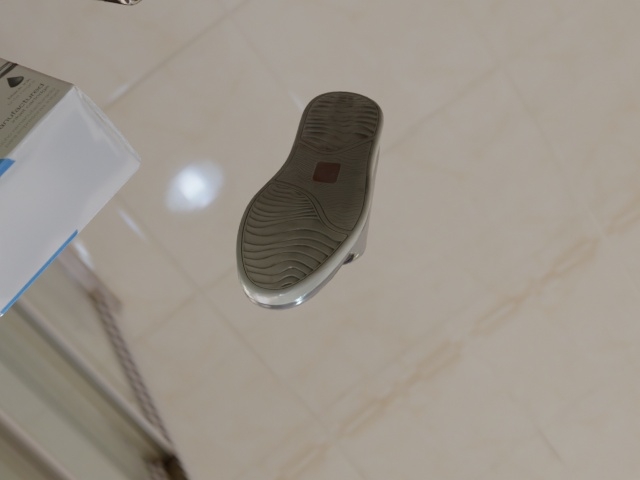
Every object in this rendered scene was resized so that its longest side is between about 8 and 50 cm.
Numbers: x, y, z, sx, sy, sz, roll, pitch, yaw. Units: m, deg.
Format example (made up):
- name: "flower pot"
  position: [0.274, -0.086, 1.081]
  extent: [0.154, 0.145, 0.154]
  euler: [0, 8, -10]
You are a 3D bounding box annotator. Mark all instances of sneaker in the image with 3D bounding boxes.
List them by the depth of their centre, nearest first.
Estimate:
- name: "sneaker"
  position: [0.000, 0.000, 1.169]
  extent: [0.083, 0.118, 0.222]
  euler: [12, -138, 13]

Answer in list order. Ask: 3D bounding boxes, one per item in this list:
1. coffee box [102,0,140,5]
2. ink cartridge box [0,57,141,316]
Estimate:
- name: "coffee box"
  position: [-0.159, -0.257, 0.706]
  extent: [0.119, 0.297, 0.168]
  euler: [-45, -153, -15]
- name: "ink cartridge box"
  position: [-0.230, -0.046, 1.065]
  extent: [0.139, 0.082, 0.191]
  euler: [-49, -141, -15]
